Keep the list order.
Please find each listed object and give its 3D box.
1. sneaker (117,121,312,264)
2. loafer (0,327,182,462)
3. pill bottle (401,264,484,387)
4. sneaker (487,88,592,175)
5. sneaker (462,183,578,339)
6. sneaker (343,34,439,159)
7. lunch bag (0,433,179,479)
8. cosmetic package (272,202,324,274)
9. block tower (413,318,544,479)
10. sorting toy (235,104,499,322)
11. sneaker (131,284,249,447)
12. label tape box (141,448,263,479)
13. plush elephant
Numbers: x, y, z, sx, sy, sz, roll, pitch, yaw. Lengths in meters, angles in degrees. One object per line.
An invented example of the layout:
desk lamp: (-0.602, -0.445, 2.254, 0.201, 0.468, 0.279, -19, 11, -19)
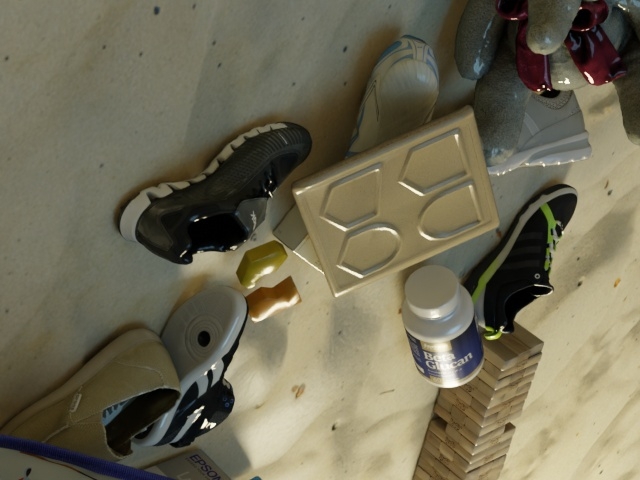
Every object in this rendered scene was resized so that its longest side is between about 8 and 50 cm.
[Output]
sneaker: (-0.087, -0.041, 1.648, 0.234, 0.106, 0.078, -31, 141, -27)
loafer: (-0.255, 0.207, 1.694, 0.268, 0.092, 0.102, -45, 145, -9)
pill bottle: (0.156, 0.109, 2.064, 0.094, 0.094, 0.169, -40, 143, -16)
sneaker: (0.204, -0.137, 1.926, 0.281, 0.105, 0.115, -10, 95, -38)
sneaker: (0.286, 0.035, 2.139, 0.235, 0.097, 0.084, -52, 145, -4)
sneaker: (0.074, -0.122, 1.788, 0.086, 0.085, 0.237, -79, -170, -53)
lunch bag: (-0.282, 0.377, 1.521, 0.239, 0.385, 0.328, -64, 172, -72)
cosmetic package: (0.000, 0.000, 1.838, 0.060, 0.041, 0.115, -52, 145, 2)
block tower: (0.220, 0.254, 2.268, 0.091, 0.097, 0.335, -18, 132, -39)
sorting toy: (0.042, -0.025, 1.767, 0.307, 0.041, 0.229, -24, 143, -3)
sneaker: (-0.127, 0.139, 1.800, 0.121, 0.079, 0.217, 8, 123, -55)
label tape box: (-0.123, 0.365, 1.845, 0.347, 0.249, 0.115, -19, 134, -38)
plush elephant: (0.262, -0.261, 1.711, 0.255, 0.271, 0.330, 40, 56, -66)
